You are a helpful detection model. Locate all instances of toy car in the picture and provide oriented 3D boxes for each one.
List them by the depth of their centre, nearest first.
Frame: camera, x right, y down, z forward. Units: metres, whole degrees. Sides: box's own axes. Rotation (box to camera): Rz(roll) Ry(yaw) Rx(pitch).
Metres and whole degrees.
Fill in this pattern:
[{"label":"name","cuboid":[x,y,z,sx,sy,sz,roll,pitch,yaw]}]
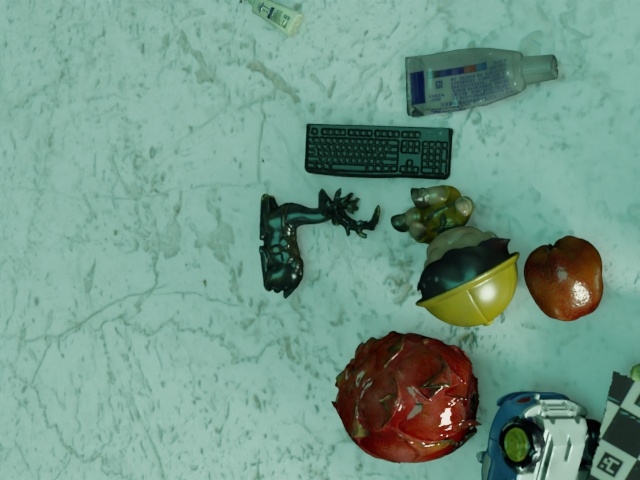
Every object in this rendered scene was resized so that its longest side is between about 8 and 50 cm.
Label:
[{"label":"toy car","cuboid":[0.339,0.399,1.653,0.166,0.198,0.314,25,106,55]}]

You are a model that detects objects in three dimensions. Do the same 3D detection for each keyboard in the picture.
[{"label":"keyboard","cuboid":[0.053,-0.168,1.839,0.381,0.041,0.103,4,92,24]}]

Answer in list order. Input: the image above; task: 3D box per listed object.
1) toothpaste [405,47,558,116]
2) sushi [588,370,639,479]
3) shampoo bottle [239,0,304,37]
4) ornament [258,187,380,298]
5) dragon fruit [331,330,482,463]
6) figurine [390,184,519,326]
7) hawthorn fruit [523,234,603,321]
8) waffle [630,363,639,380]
[{"label":"toothpaste","cuboid":[0.274,-0.282,1.735,0.283,0.068,0.099,-3,59,33]},{"label":"sushi","cuboid":[0.595,0.398,1.592,0.320,0.069,0.339,13,102,19]},{"label":"shampoo bottle","cuboid":[-0.097,-0.441,1.907,0.141,0.034,0.049,35,111,20]},{"label":"ornament","cuboid":[0.000,0.000,1.844,0.236,0.080,0.202,-7,84,24]},{"label":"dragon fruit","cuboid":[0.147,0.266,1.706,0.252,0.241,0.240,3,92,-3]},{"label":"figurine","cuboid":[0.236,0.025,1.699,0.192,0.167,0.256,-36,54,33]},{"label":"hawthorn fruit","cuboid":[0.405,0.067,1.640,0.133,0.133,0.137,-19,97,23]},{"label":"waffle","cuboid":[0.603,0.205,1.531,0.223,0.204,0.054,24,134,26]}]
